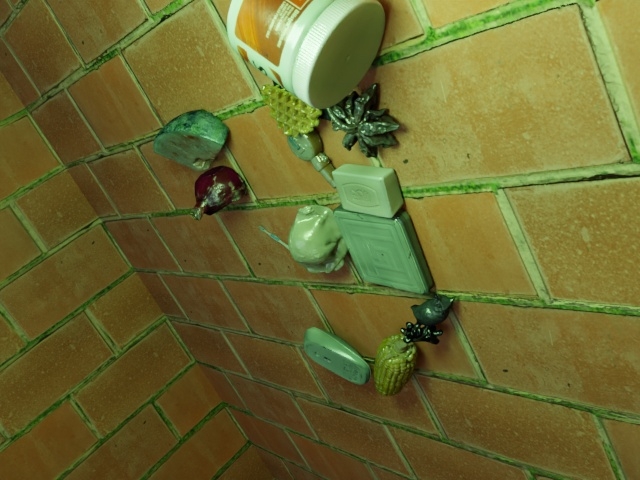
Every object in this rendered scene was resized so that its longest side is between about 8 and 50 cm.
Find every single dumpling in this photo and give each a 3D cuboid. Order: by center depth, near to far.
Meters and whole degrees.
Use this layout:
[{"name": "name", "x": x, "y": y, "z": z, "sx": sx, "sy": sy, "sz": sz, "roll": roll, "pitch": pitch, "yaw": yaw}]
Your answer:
[{"name": "dumpling", "x": 0.000, "y": 0.000, "z": 1.984, "sx": 0.193, "sy": 0.147, "sz": 0.258, "roll": 3, "pitch": 127, "yaw": 13}]

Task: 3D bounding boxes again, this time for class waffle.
[{"name": "waffle", "x": -0.074, "y": -0.349, "z": 1.713, "sx": 0.192, "sy": 0.046, "sz": 0.161, "roll": -10, "pitch": 106, "yaw": 53}]

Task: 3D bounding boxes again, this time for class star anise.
[{"name": "star anise", "x": 0.084, "y": -0.289, "z": 1.575, "sx": 0.231, "sy": 0.089, "sz": 0.209, "roll": 26, "pitch": 137, "yaw": 16}]

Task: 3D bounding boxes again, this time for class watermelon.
[{"name": "watermelon", "x": -0.397, "y": -0.333, "z": 2.176, "sx": 0.318, "sy": 0.148, "sz": 0.226, "roll": 1, "pitch": 144, "yaw": 37}]

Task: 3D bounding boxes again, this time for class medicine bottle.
[{"name": "medicine bottle", "x": -0.031, "y": -0.443, "z": 1.389, "sx": 0.241, "sy": 0.252, "sz": 0.253, "roll": 38, "pitch": 149, "yaw": 20}]

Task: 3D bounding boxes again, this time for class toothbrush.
[{"name": "toothbrush", "x": -0.153, "y": -0.006, "z": 2.296, "sx": 0.162, "sy": 0.014, "sz": 0.017, "roll": 35, "pitch": 166, "yaw": 23}]

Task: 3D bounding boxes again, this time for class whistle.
[{"name": "whistle", "x": -0.020, "y": -0.234, "z": 1.811, "sx": 0.220, "sy": 0.057, "sz": 0.107, "roll": 50, "pitch": 149, "yaw": -5}]

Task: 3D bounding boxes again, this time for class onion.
[{"name": "onion", "x": -0.361, "y": -0.152, "z": 2.201, "sx": 0.195, "sy": 0.218, "sz": 0.140, "roll": -2, "pitch": 121, "yaw": 53}]

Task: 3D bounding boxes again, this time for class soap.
[{"name": "soap", "x": 0.124, "y": -0.132, "z": 1.726, "sx": 0.183, "sy": 0.063, "sz": 0.122, "roll": 13, "pitch": 132, "yaw": 46}]

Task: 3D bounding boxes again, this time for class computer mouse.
[{"name": "computer mouse", "x": 0.065, "y": 0.407, "z": 2.390, "sx": 0.288, "sy": 0.097, "sz": 0.160, "roll": 24, "pitch": 142, "yaw": 19}]

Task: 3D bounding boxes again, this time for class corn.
[{"name": "corn", "x": 0.234, "y": 0.405, "z": 2.125, "sx": 0.130, "sy": 0.130, "sz": 0.347, "roll": 38, "pitch": 151, "yaw": 20}]

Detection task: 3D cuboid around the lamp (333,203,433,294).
[{"name": "lamp", "x": 0.173, "y": 0.023, "z": 1.851, "sx": 0.269, "sy": 0.047, "sz": 0.267, "roll": 9, "pitch": 133, "yaw": 49}]

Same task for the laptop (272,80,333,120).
[{"name": "laptop", "x": -0.050, "y": -0.393, "z": 1.700, "sx": 0.207, "sy": 0.026, "sz": 0.154, "roll": 23, "pitch": 142, "yaw": 39}]

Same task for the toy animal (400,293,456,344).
[{"name": "toy animal", "x": 0.313, "y": 0.196, "z": 1.854, "sx": 0.117, "sy": 0.121, "sz": 0.210, "roll": -98, "pitch": 25, "yaw": -44}]
